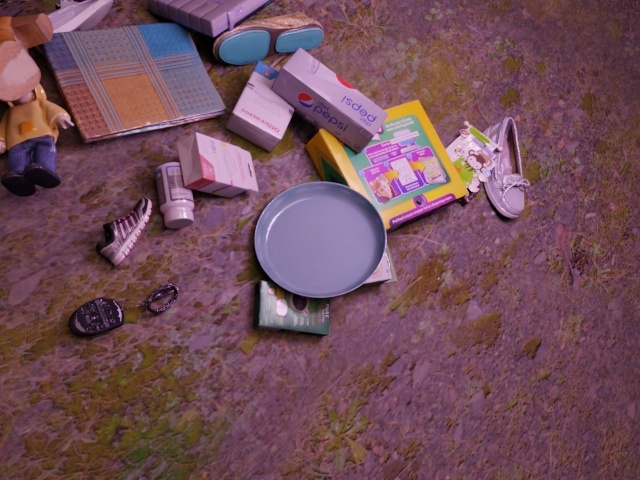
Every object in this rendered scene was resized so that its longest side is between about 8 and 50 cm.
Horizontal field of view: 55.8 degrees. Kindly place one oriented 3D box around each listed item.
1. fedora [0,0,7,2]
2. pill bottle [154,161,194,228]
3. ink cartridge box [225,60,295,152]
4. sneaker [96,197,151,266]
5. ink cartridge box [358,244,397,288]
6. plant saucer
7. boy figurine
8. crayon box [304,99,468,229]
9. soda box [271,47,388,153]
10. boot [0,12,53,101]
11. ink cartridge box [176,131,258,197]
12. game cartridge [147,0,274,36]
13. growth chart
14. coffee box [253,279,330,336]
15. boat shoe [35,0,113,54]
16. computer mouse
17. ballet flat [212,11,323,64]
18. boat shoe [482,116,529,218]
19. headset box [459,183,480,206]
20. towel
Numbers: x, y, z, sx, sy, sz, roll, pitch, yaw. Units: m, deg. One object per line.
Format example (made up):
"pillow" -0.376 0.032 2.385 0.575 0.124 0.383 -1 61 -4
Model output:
"fedora" -0.701 -0.641 1.345 0.124 0.244 0.275 32 52 -48
"pill bottle" -0.331 -0.102 1.380 0.078 0.078 0.137 -3 73 -28
"ink cartridge box" -0.144 -0.347 1.568 0.139 0.082 0.190 28 62 -14
"sneaker" -0.428 -0.030 1.311 0.075 0.063 0.170 32 64 -20
"ink cartridge box" 0.116 0.062 1.553 0.209 0.062 0.109 -7 74 -29
"plant saucer" 0.000 0.000 1.467 0.317 0.044 0.317 0 61 0
"boy figurine" -0.602 -0.236 1.262 0.177 0.092 0.285 -16 66 4
"crayon box" 0.187 -0.194 1.663 0.363 0.106 0.313 -22 81 -31
"soda box" 0.025 -0.356 1.542 0.286 0.091 0.098 36 56 -3
"boot" -0.680 -0.357 1.225 0.211 0.104 0.295 -11 46 11
"ink cartridge box" -0.239 -0.171 1.432 0.198 0.067 0.115 11 63 -57
"game cartridge" -0.247 -0.659 1.590 0.230 0.068 0.355 31 56 18
"growth chart" 0.445 -0.244 1.822 0.172 0.021 0.237 36 66 15
"coffee box" -0.065 0.163 1.434 0.184 0.040 0.113 9 67 -23
"boat shoe" -0.588 -0.525 1.412 0.081 0.079 0.227 46 61 -10
"computer mouse" -0.409 0.145 1.275 0.242 0.041 0.071 -15 77 -37
"ballet flat" -0.154 -0.555 1.637 0.348 0.123 0.123 -20 81 -31
"boat shoe" 0.578 -0.226 1.875 0.118 0.103 0.320 9 67 -24
"headset box" 0.432 -0.147 1.813 0.062 0.032 0.083 48 58 -2
"towel" -0.435 -0.384 1.431 0.370 0.040 0.271 -23 85 -37
